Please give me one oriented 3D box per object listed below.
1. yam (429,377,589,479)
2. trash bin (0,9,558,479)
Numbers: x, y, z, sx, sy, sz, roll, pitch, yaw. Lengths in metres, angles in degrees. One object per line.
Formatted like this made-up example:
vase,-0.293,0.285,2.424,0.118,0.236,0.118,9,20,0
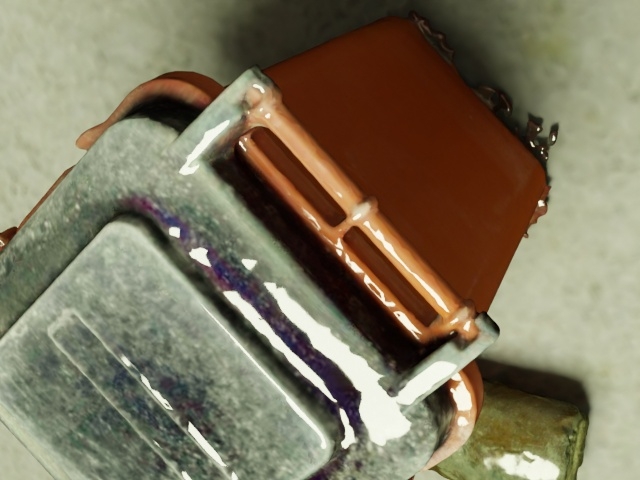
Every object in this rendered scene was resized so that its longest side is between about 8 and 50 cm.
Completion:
yam,0.006,0.080,0.642,0.253,0.061,0.061,12,119,19
trash bin,0.000,0.000,0.499,0.161,0.239,0.184,47,126,-1
